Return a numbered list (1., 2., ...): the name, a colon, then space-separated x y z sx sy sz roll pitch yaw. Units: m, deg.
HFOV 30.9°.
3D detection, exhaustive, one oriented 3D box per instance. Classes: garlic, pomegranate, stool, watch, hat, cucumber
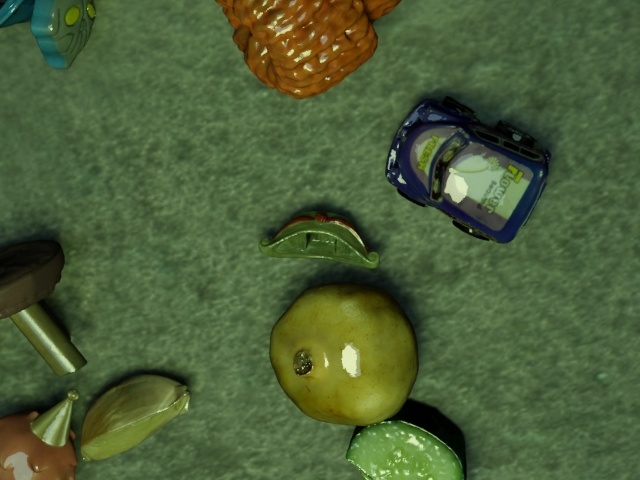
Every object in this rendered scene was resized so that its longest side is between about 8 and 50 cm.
1. garlic: -0.292 0.266 1.822 0.195 0.101 0.087 -26 130 2
2. pomegranate: 0.036 0.168 1.731 0.233 0.233 0.233 1 101 3
3. stool: -0.486 0.127 1.725 0.272 0.272 0.178 -17 106 7
4. watch: -0.458 -0.389 1.657 0.274 0.241 0.305 -4 104 21
5. hat: 0.041 -0.387 1.622 0.400 0.285 0.285 -31 99 -11
6. cucumber: 0.140 0.344 1.798 0.191 0.130 0.191 1 101 3

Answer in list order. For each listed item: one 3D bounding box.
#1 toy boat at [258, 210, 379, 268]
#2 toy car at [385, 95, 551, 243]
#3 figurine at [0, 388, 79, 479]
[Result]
1. toy boat: 0.001 -0.001 1.758 0.185 0.089 0.071 6 57 5
2. toy car: 0.216 -0.099 1.689 0.235 0.158 0.172 25 101 -2
3. figurine: -0.465 0.375 1.833 0.207 0.166 0.387 37 111 33
